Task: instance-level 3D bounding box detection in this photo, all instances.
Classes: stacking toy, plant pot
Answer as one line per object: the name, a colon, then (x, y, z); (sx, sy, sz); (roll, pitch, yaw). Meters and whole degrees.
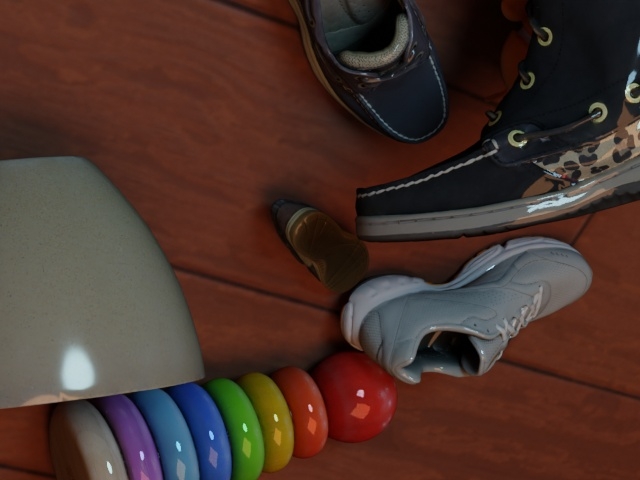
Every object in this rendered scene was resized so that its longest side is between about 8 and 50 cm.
stacking toy: (-0.080, 0.174, 1.843); (0.330, 0.141, 0.141); (-16, 129, -23)
plant pot: (-0.243, 0.033, 1.587); (0.284, 0.284, 0.191); (-6, 90, -22)

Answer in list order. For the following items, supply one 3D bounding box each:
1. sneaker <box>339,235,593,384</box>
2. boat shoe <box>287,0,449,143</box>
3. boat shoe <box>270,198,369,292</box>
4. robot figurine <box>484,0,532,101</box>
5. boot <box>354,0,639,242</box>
sneaker: (0.157, 0.080, 1.875); (0.262, 0.121, 0.099); (-16, 129, -21)
boat shoe: (0.038, -0.174, 1.655); (0.103, 0.092, 0.285); (-31, 131, -1)
boat shoe: (0.000, 0.000, 1.795); (0.056, 0.049, 0.152); (-44, 149, -4)
robot figurine: (0.248, -0.181, 1.727); (0.219, 0.128, 0.158); (-50, 153, 14)
boot: (0.184, -0.160, 1.608); (0.377, 0.138, 0.284); (-15, 90, 14)
